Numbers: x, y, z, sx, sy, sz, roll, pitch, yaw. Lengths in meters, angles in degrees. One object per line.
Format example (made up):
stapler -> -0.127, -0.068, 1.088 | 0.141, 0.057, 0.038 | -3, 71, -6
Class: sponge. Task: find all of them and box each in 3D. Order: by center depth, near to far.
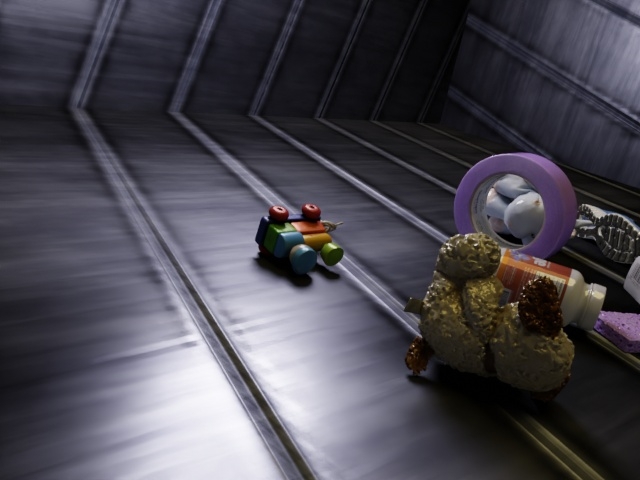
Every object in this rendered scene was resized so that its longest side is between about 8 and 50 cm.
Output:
sponge -> 0.666, 0.187, 1.325 | 0.210, 0.031, 0.117 | 5, 22, -20

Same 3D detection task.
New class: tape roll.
tape roll -> 0.464, -0.072, 1.561 | 0.275, 0.275, 0.090 | 26, 24, 34

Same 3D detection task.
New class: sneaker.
sneaker -> 0.880, -0.024, 1.897 | 0.147, 0.130, 0.330 | 6, 20, -8

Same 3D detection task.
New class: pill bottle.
pill bottle -> 0.447, 0.101, 1.303 | 0.216, 0.121, 0.121 | 19, 21, 18

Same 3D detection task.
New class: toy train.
toy train -> 0.000, 0.000, 1.370 | 0.248, 0.105, 0.143 | -5, 36, -41

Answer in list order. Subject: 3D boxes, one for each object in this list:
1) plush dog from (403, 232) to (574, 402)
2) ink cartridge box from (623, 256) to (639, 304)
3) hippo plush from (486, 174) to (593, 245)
plush dog -> 0.271, 0.146, 0.990 | 0.225, 0.262, 0.210 | 15, 51, 38
ink cartridge box -> 0.869, 0.174, 1.341 | 0.385, 0.091, 0.308 | 18, 17, 1
hippo plush -> 0.551, -0.044, 1.733 | 0.294, 0.234, 0.236 | 50, 34, -17
